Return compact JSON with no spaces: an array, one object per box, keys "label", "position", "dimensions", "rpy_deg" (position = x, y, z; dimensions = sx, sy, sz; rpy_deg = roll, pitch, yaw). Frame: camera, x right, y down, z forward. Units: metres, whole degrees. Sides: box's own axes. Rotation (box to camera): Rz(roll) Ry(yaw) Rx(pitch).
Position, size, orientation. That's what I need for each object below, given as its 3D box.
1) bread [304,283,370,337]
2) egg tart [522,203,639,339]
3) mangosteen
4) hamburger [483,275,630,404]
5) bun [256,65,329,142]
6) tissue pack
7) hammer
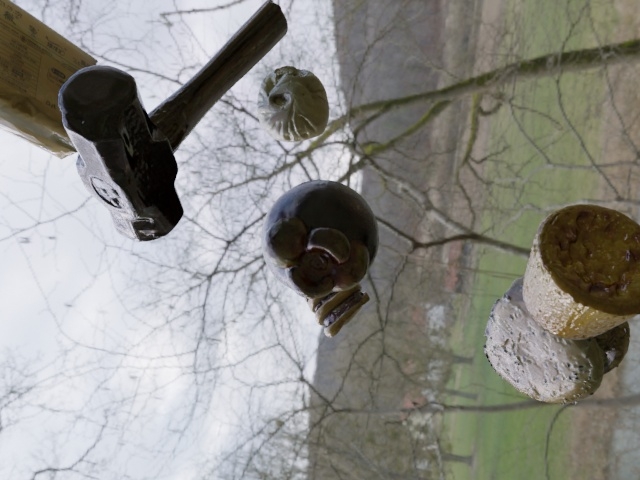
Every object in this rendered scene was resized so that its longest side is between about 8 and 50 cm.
[{"label":"bread","position":[0.019,0.111,1.431],"dimensions":[0.225,0.134,0.081],"rpy_deg":[55,-176,40]},{"label":"egg tart","position":[0.414,0.061,0.945],"dimensions":[0.147,0.203,0.202],"rpy_deg":[94,-168,-53]},{"label":"mangosteen","position":[0.000,0.000,0.994],"dimensions":[0.210,0.210,0.209],"rpy_deg":[8,-90,-74]},{"label":"hamburger","position":[0.555,0.230,1.425],"dimensions":[0.195,0.277,0.318],"rpy_deg":[-26,-47,-31]},{"label":"bun","position":[-0.074,-0.340,1.506],"dimensions":[0.128,0.179,0.193],"rpy_deg":[-21,-69,-70]},{"label":"tissue pack","position":[-0.445,-0.247,0.908],"dimensions":[0.222,0.090,0.186],"rpy_deg":[28,-130,-55]},{"label":"hammer","position":[-0.157,-0.199,0.819],"dimensions":[0.408,0.095,0.242],"rpy_deg":[-53,-18,-29]}]
